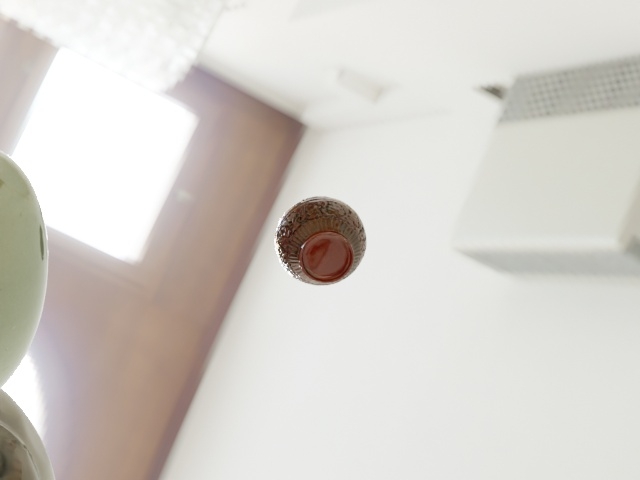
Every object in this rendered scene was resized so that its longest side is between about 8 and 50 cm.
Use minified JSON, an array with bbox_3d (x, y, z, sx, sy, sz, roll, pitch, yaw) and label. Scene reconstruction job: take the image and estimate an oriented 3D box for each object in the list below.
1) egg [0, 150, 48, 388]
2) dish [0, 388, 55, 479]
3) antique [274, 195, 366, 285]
[{"bbox_3d":[-0.323,0.036,1.479,0.183,0.183,0.264,-110,-139,-59],"label":"egg"},{"bbox_3d":[-0.364,0.262,1.699,0.124,0.324,0.324,-13,-128,39],"label":"dish"},{"bbox_3d":[0.000,0.000,1.877,0.104,0.104,0.104,-46,-151,35],"label":"antique"}]
